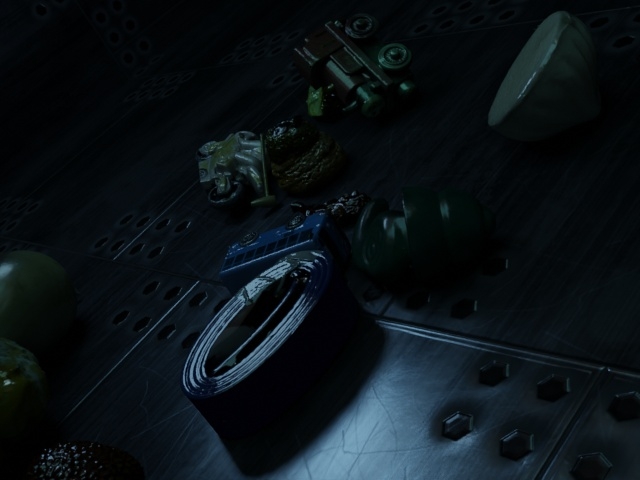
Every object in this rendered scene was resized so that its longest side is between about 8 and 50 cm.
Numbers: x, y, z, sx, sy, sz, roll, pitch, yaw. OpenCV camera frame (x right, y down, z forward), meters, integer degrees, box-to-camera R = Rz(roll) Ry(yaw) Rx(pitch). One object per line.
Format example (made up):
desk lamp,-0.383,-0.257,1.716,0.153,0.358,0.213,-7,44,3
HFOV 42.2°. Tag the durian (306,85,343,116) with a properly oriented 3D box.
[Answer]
durian,0.055,-0.451,2.321,0.394,0.163,0.198,-95,28,-63

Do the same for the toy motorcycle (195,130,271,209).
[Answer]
toy motorcycle,-0.205,-0.191,2.124,0.222,0.108,0.341,-20,35,0

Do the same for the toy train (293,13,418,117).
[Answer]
toy train,0.094,-0.424,2.063,0.221,0.150,0.304,-34,62,-13

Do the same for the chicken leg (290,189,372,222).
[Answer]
chicken leg,0.020,-0.064,1.764,0.219,0.048,0.089,-11,32,34

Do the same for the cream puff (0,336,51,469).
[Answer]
cream puff,-0.719,0.360,1.629,0.378,0.276,0.378,-2,14,1

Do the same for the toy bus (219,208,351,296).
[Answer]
toy bus,-0.067,0.041,1.615,0.234,0.116,0.134,-19,28,24

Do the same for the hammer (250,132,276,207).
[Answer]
hammer,-0.143,-0.167,1.982,0.060,0.028,0.195,-4,68,-8

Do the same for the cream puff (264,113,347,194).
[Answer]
cream puff,-0.048,-0.217,1.945,0.183,0.169,0.183,-24,28,14

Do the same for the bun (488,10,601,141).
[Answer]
bun,0.457,-0.291,1.592,0.263,0.175,0.263,-61,3,6

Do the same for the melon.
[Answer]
melon,-0.695,0.153,1.906,0.271,0.272,0.308,-31,31,2

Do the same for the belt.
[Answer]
belt,-0.086,0.172,1.429,0.212,0.117,0.347,9,50,49

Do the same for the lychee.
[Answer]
lychee,-0.373,0.399,1.288,0.194,0.194,0.194,-24,29,14

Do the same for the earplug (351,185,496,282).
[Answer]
earplug,0.172,-0.012,1.467,0.280,0.164,0.257,-8,-2,18
